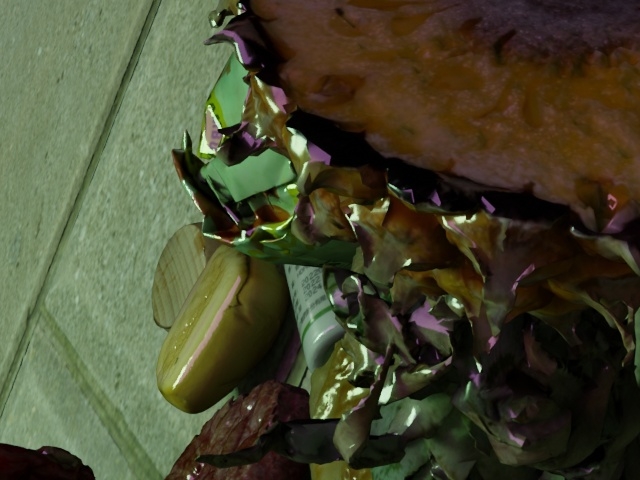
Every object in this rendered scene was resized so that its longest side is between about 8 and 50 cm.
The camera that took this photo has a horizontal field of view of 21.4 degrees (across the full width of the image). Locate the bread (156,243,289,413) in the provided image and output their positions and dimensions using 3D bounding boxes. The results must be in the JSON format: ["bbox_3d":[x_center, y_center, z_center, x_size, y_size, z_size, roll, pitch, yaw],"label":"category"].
[{"bbox_3d":[-0.059,0.059,1.092,0.115,0.056,0.082,-61,19,3],"label":"bread"}]

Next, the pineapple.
[{"bbox_3d":[0.077,0.021,0.705,0.262,0.262,0.272,-111,20,-47],"label":"pineapple"}]

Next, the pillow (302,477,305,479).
[{"bbox_3d":[-0.046,0.204,0.956,0.135,0.049,0.248,-51,18,19],"label":"pillow"}]

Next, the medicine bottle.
[{"bbox_3d":[0.000,0.000,1.025,0.221,0.061,0.092,-104,22,-44],"label":"medicine bottle"}]

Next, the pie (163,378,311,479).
[{"bbox_3d":[-0.057,0.141,0.969,0.154,0.036,0.154,-48,16,18],"label":"pie"}]

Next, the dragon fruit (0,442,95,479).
[{"bbox_3d":[-0.238,0.276,1.039,0.329,0.329,0.329,-34,48,48],"label":"dragon fruit"}]

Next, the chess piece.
[{"bbox_3d":[-0.084,0.028,1.170,0.083,0.038,0.084,-38,42,46],"label":"chess piece"}]

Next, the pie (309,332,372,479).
[{"bbox_3d":[0.042,0.178,0.846,0.128,0.068,0.282,-46,40,50],"label":"pie"}]

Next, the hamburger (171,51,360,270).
[{"bbox_3d":[0.040,-0.085,0.850,0.125,0.214,0.235,42,98,16],"label":"hamburger"}]
